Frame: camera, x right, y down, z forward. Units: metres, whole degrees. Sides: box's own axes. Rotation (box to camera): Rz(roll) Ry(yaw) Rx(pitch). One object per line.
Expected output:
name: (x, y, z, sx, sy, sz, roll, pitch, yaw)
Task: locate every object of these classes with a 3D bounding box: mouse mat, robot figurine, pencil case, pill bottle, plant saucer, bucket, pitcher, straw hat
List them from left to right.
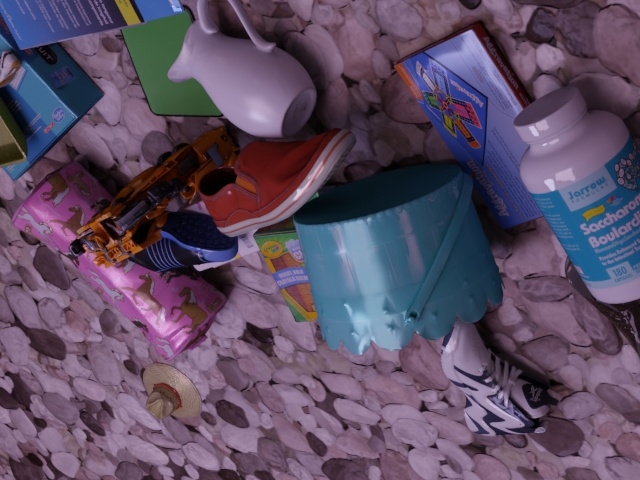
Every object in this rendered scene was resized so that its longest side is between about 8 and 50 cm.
plant saucer: (-0.575, -0.206, 2.153, 0.188, 0.045, 0.188, -9, 118, 40)
pencil case: (-0.338, 0.039, 2.224, 0.386, 0.167, 0.160, 42, 104, 0)
robot figurine: (-0.252, -0.061, 1.974, 0.211, 0.291, 0.085, -24, 108, 46)
straw hat: (-0.301, 0.308, 2.496, 0.144, 0.061, 0.144, 20, 134, 22)
mouse mat: (-0.230, -0.271, 1.994, 0.152, 0.007, 0.190, 5, 128, 33)
pitcher: (-0.105, -0.251, 1.839, 0.207, 0.125, 0.178, 34, 133, 20)
bucket: (0.103, 0.017, 1.776, 0.281, 0.281, 0.183, -5, 109, 39)
pill bottle: (0.347, -0.061, 1.641, 0.146, 0.146, 0.264, -19, 113, 44)

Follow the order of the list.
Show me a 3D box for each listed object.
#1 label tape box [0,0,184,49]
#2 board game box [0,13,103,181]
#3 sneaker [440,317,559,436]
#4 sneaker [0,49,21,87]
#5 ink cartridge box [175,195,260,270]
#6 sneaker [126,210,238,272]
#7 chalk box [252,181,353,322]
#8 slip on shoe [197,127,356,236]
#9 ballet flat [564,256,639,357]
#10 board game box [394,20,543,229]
label tape box: (-0.347, -0.429, 1.871, 0.347, 0.115, 0.249, -5, 122, 36)
board game box: (-0.548, -0.292, 2.156, 0.336, 0.079, 0.254, 49, 137, -8)
sneaker: (0.280, 0.211, 1.963, 0.153, 0.094, 0.235, 4, 127, 32)
sneaker: (-0.502, -0.272, 2.062, 0.083, 0.032, 0.037, -38, 84, 42)
ink cartridge box: (-0.152, -0.031, 2.095, 0.198, 0.067, 0.115, -20, 111, 43)
sneaker: (-0.229, 0.009, 2.071, 0.232, 0.081, 0.090, 13, 132, 24)
chalk box: (0.000, 0.000, 1.959, 0.132, 0.132, 0.213, -6, 121, 40)
slip on shoe: (-0.070, -0.091, 1.818, 0.101, 0.123, 0.331, 48, 147, -15)
ballet flat: (0.431, 0.100, 1.792, 0.250, 0.058, 0.084, 40, 103, -7)
board game box: (0.230, -0.148, 1.744, 0.145, 0.027, 0.281, -21, 111, 44)
